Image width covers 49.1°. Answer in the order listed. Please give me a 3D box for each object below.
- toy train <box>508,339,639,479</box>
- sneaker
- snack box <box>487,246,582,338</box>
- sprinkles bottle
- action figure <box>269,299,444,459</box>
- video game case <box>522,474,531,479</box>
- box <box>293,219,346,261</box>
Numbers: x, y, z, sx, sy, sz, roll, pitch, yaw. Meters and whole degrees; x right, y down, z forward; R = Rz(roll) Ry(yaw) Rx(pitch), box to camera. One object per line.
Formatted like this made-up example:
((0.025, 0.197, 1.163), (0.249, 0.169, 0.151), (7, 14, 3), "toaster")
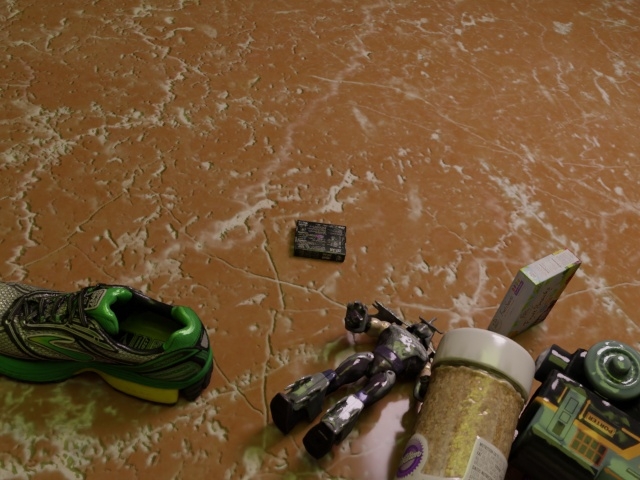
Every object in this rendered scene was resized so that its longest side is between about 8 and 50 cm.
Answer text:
((0.385, 0.264, 0.829), (0.334, 0.142, 0.190), (34, 61, 17), "toy train")
((-0.303, 0.099, 0.893), (0.343, 0.146, 0.134), (9, 46, -1), "sneaker")
((0.314, 0.082, 1.035), (0.100, 0.141, 0.037), (-20, 54, -27), "snack box")
((0.140, 0.274, 0.781), (0.121, 0.121, 0.355), (21, 59, 9), "sprinkles bottle")
((0.074, 0.174, 0.933), (0.185, 0.099, 0.285), (36, 47, 29), "action figure")
((0.346, 0.362, 0.841), (0.210, 0.042, 0.232), (17, 45, 5), "video game case")
((0.000, 0.000, 1.137), (0.083, 0.018, 0.067), (7, 46, -5), "box")
